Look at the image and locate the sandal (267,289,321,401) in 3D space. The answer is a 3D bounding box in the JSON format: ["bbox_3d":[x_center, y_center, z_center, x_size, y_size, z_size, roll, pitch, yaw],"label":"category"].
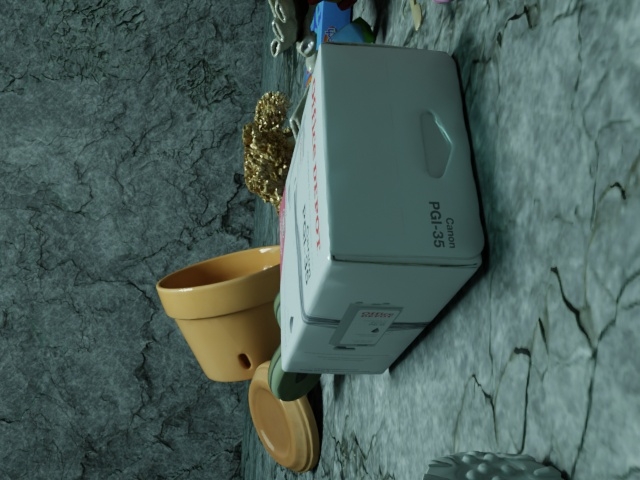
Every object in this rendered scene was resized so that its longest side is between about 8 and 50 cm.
[{"bbox_3d":[0.003,0.131,0.864,0.086,0.120,0.303,51,149,32],"label":"sandal"}]

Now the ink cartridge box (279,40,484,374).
[{"bbox_3d":[0.034,-0.013,0.614,0.283,0.117,0.207,110,160,-61],"label":"ink cartridge box"}]

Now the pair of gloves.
[{"bbox_3d":[-0.008,-0.242,0.849,0.204,0.042,0.240,-63,-37,-54],"label":"pair of gloves"}]

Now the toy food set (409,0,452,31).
[{"bbox_3d":[0.108,-0.234,0.533,0.122,0.019,0.078,117,157,-48],"label":"toy food set"}]

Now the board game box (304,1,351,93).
[{"bbox_3d":[0.008,-0.291,1.049,0.160,0.047,0.210,-138,50,-77],"label":"board game box"}]

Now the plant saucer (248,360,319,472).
[{"bbox_3d":[-0.071,0.308,1.137,0.200,0.037,0.200,30,127,48],"label":"plant saucer"}]

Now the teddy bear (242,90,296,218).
[{"bbox_3d":[-0.055,-0.133,1.171,0.338,0.113,0.245,72,-165,-76],"label":"teddy bear"}]

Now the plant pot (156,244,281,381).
[{"bbox_3d":[-0.154,0.144,1.288,0.291,0.290,0.204,-139,37,-78],"label":"plant pot"}]

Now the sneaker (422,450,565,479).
[{"bbox_3d":[0.101,0.185,0.289,0.235,0.090,0.095,-110,15,-70],"label":"sneaker"}]

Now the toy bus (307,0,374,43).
[{"bbox_3d":[0.026,-0.347,0.782,0.104,0.191,0.202,-27,49,27],"label":"toy bus"}]
